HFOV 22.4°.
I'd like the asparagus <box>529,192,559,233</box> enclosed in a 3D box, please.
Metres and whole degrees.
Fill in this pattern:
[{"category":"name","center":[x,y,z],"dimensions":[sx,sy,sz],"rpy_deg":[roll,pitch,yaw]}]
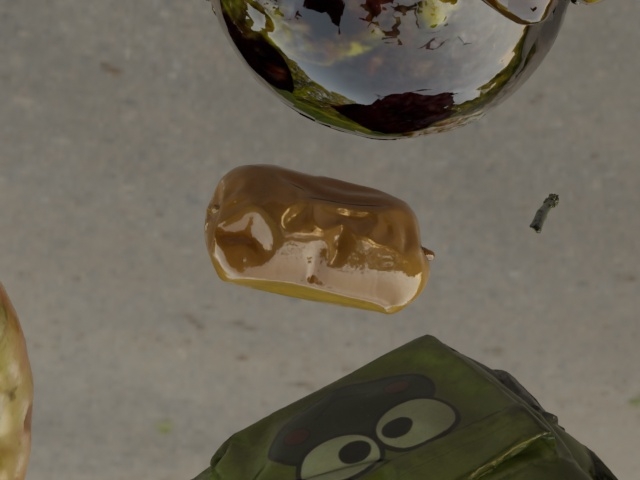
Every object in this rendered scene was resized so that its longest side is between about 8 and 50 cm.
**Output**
[{"category":"asparagus","center":[0.199,-0.026,1.434],"dimensions":[0.013,0.016,0.166],"rpy_deg":[-5,-169,15]}]

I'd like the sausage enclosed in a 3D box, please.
[{"category":"sausage","center":[0.000,0.000,1.658],"dimensions":[0.241,0.136,0.120],"rpy_deg":[16,166,-10]}]

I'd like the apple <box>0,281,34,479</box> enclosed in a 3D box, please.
[{"category":"apple","center":[-0.395,0.143,1.096],"dimensions":[0.347,0.391,0.391],"rpy_deg":[-1,149,10]}]

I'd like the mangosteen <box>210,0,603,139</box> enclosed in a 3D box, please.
[{"category":"mangosteen","center":[0.055,-0.142,0.664],"dimensions":[0.217,0.192,0.192],"rpy_deg":[-13,147,10]}]

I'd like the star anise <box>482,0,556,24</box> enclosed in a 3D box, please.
[{"category":"star anise","center":[0.003,-0.144,0.363],"dimensions":[0.220,0.126,0.190],"rpy_deg":[29,169,35]}]

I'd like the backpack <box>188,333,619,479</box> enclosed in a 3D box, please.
[{"category":"backpack","center":[0.059,0.168,0.829],"dimensions":[0.207,0.253,0.140],"rpy_deg":[-29,122,-16]}]
